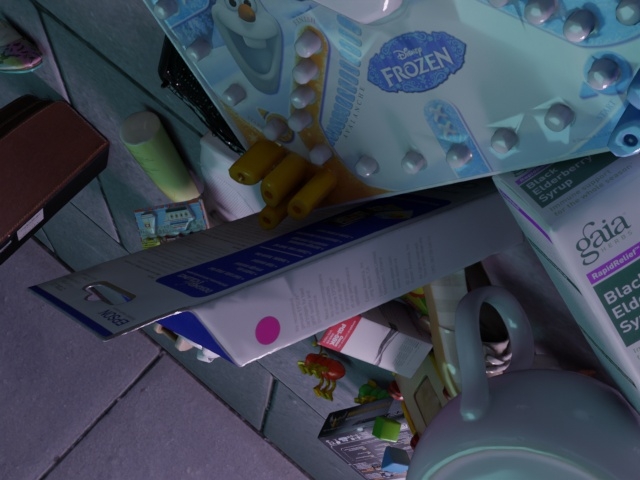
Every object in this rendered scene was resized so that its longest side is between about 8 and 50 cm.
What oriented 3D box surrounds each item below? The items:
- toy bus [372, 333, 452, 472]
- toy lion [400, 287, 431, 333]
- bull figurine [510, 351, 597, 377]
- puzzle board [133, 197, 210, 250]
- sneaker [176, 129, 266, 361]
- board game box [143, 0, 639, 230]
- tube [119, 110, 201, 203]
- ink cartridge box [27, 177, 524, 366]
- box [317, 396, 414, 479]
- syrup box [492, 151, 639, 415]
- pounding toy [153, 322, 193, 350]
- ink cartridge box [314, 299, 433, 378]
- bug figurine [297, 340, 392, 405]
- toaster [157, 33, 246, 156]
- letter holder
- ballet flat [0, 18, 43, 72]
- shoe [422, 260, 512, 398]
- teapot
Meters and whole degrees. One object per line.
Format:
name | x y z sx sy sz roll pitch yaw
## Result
toy bus | 0.161 0.195 1.047 0.104 0.202 0.191 17 162 -22
toy lion | 0.113 0.054 0.969 0.100 0.034 0.096 40 153 5
bull figurine | 0.312 0.241 0.877 0.310 0.101 0.188 38 166 22
puzzle board | -0.179 0.003 1.029 0.128 0.011 0.096 -7 102 39
sneaker | -0.124 0.025 1.086 0.137 0.210 0.366 33 158 24
board game box | -0.007 -0.183 0.479 0.390 0.050 0.390 -9 122 49
tube | -0.227 -0.099 1.260 0.240 0.062 0.070 67 -170 -60
ink cartridge box | -0.026 0.018 0.676 0.175 0.370 0.069 13 116 55
box | 0.133 0.338 1.362 0.183 0.056 0.231 43 141 -16
syrup box | 0.220 0.030 0.570 0.237 0.093 0.096 53 -174 -29
pounding toy | -0.284 0.106 1.646 0.155 0.154 0.269 34 159 22
ink cartridge box | 0.056 0.101 1.010 0.135 0.056 0.099 24 -163 -21
bug figurine | 0.074 0.302 1.499 0.216 0.072 0.279 16 144 40
toaster | -0.049 -0.143 0.736 0.168 0.110 0.185 44 160 -3
letter holder | -0.554 -0.123 1.459 0.214 0.302 0.152 44 161 -4
ballet flat | -0.521 -0.317 1.351 0.221 0.077 0.079 20 131 48
shoe | 0.147 0.082 0.813 0.058 0.076 0.219 -17 92 40
teapot | 0.202 0.201 0.728 0.252 0.187 0.256 23 124 15
